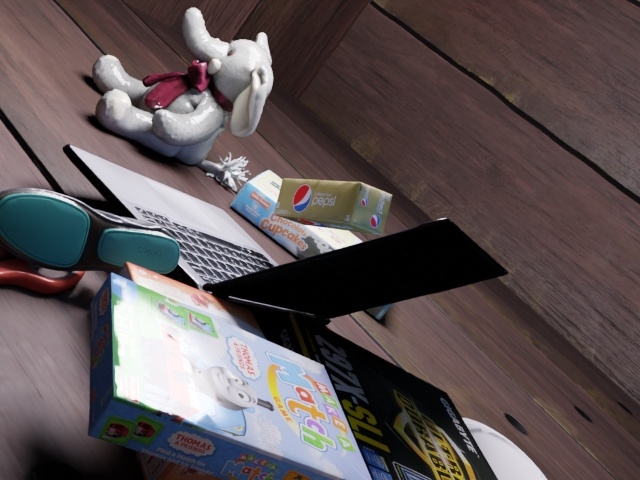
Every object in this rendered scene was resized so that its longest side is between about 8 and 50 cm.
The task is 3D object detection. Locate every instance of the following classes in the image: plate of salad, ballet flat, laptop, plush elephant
[{"bbox_3d":[0.225,0.308,1.007,0.200,0.048,0.200,28,24,-13],"label":"plate of salad"},{"bbox_3d":[-0.231,-0.004,0.756,0.203,0.074,0.074,17,24,-44],"label":"ballet flat"},{"bbox_3d":[-0.023,-0.028,0.990,0.408,0.236,0.382,44,7,23],"label":"laptop"},{"bbox_3d":[-0.199,-0.265,1.359,0.330,0.255,0.272,33,14,-23],"label":"plush elephant"}]

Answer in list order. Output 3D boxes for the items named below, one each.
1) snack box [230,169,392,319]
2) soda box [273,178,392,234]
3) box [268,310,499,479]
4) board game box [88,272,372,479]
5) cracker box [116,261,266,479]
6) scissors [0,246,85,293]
[{"bbox_3d":[0.000,0.000,1.418,0.322,0.060,0.187,38,13,-1],"label":"snack box"},{"bbox_3d":[0.014,-0.049,1.101,0.061,0.058,0.181,18,-6,-37],"label":"soda box"},{"bbox_3d":[0.079,0.231,0.819,0.257,0.079,0.322,30,16,-25],"label":"box"},{"bbox_3d":[-0.070,0.117,0.600,0.211,0.039,0.160,28,16,-27],"label":"board game box"},{"bbox_3d":[-0.100,0.129,0.707,0.155,0.067,0.232,26,18,-39],"label":"cracker box"},{"bbox_3d":[-0.283,0.029,0.660,0.109,0.021,0.297,39,11,-5],"label":"scissors"}]
